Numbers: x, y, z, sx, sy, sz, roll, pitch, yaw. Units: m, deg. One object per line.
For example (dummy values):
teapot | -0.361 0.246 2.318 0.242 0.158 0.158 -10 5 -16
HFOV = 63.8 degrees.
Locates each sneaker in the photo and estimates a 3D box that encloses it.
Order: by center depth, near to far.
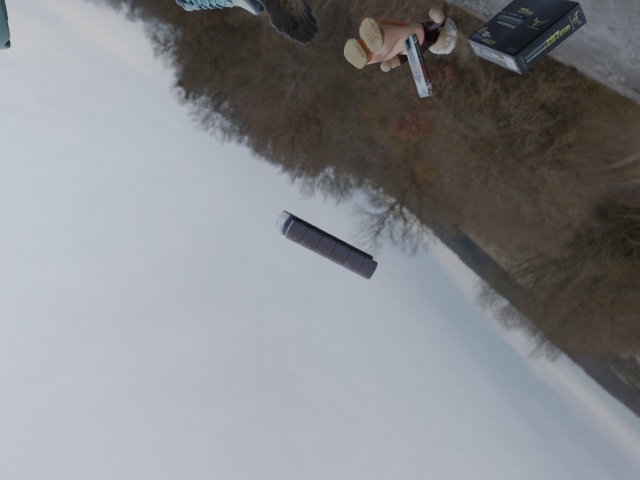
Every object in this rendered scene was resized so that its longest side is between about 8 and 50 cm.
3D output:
sneaker | -0.262 -0.571 1.181 0.282 0.122 0.110 29 -179 7

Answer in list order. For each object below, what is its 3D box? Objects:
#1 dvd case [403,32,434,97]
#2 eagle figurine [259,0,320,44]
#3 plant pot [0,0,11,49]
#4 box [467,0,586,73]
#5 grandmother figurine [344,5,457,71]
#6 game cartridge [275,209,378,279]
dvd case | 0.197 -0.349 1.036 0.087 0.013 0.120 -97 -13 -76
eagle figurine | -0.092 -0.480 0.796 0.298 0.225 0.226 20 150 -14
plant pot | -0.751 -0.462 0.889 0.333 0.341 0.341 -14 -137 -28
box | 0.496 -0.515 1.262 0.059 0.183 0.233 46 -168 -33
grandmother figurine | 0.227 -0.502 1.269 0.342 0.207 0.104 -22 -89 -39
game cartridge | 0.000 0.000 1.311 0.230 0.068 0.355 32 -179 -10
